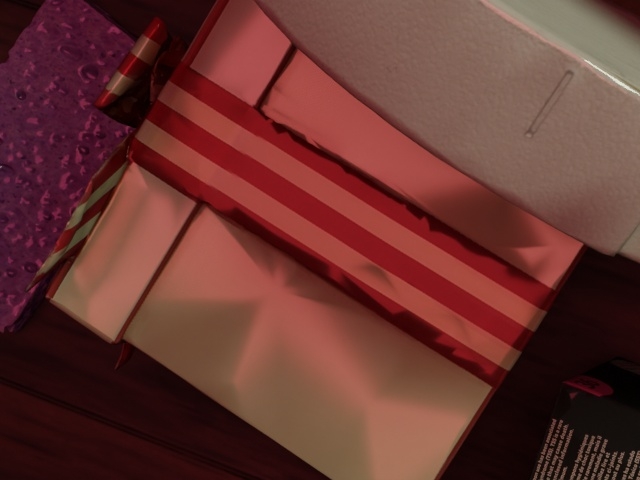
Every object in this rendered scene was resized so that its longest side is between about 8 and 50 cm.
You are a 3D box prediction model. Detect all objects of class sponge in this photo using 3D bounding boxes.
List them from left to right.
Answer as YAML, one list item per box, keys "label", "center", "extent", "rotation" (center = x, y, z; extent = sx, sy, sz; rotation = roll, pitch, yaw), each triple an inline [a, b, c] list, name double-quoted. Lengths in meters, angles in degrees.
- label: "sponge"
  center: [-0.190, -0.055, 0.930]
  extent: [0.117, 0.031, 0.210]
  rotation: [38, 96, 11]

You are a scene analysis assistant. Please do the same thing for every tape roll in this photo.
- label: "tape roll"
  center: [0.132, -0.121, 0.688]
  extent: [0.392, 0.392, 0.072]
  rotation: [36, 121, 11]

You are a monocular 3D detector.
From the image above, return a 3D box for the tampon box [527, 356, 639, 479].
- label: "tampon box"
  center: [0.209, 0.145, 0.774]
  extent: [0.161, 0.120, 0.101]
  rotation: [22, 101, 23]

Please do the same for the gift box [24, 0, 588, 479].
- label: "gift box"
  center: [0.000, 0.000, 0.777]
  extent: [0.258, 0.255, 0.276]
  rotation: [34, 92, 9]
